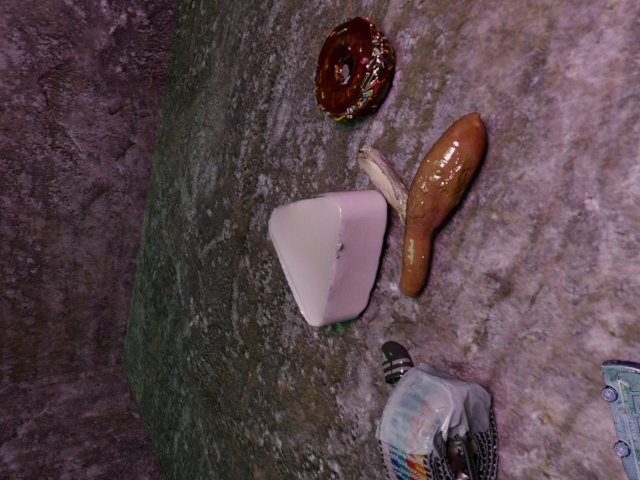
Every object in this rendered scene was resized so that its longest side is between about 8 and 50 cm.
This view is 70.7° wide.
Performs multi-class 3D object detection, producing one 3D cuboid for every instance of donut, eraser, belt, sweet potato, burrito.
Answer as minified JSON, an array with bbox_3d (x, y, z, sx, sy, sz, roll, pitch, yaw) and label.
[{"bbox_3d":[0.080,-0.391,1.051,0.235,0.089,0.235,0,90,51],"label":"donut"},{"bbox_3d":[0.000,0.000,1.098,0.331,0.149,0.332,18,113,53],"label":"eraser"},{"bbox_3d":[0.216,0.358,0.809,0.150,0.207,0.258,-2,106,50],"label":"belt"},{"bbox_3d":[0.215,-0.064,0.881,0.109,0.109,0.386,42,123,42],"label":"sweet potato"},{"bbox_3d":[0.144,-0.132,0.998,0.058,0.063,0.230,-43,60,32],"label":"burrito"}]

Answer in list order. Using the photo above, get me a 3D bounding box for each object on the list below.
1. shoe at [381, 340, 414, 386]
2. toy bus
[{"bbox_3d":[0.174,0.305,0.982,0.071,0.049,0.179,-45,57,41],"label":"shoe"},{"bbox_3d":[0.450,0.256,0.643,0.065,0.047,0.166,-16,80,45],"label":"toy bus"}]
